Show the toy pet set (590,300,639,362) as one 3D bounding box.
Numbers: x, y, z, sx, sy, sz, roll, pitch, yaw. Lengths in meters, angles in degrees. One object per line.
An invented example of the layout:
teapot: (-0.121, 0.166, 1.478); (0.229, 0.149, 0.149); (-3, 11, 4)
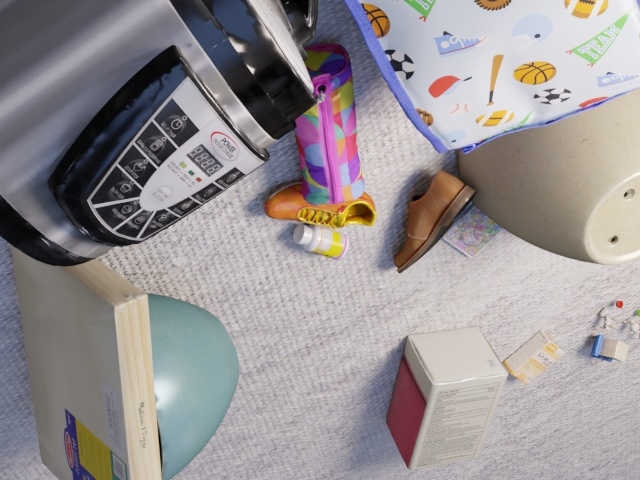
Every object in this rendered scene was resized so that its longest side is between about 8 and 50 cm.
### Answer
toy pet set: (0.568, 0.177, 1.952); (0.122, 0.065, 0.114); (23, 82, -39)

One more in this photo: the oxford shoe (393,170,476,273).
oxford shoe: (0.164, -0.030, 1.589); (0.076, 0.076, 0.212); (-40, 166, -48)

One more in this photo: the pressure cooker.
pressure cooker: (-0.200, -0.221, 1.060); (0.420, 0.370, 0.376); (-33, 109, 4)

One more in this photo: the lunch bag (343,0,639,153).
lunch bag: (0.219, -0.298, 1.218); (0.327, 0.239, 0.385); (-19, 129, 21)

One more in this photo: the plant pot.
plant pot: (-0.235, 0.196, 1.485); (0.195, 0.290, 0.290); (-22, 138, -37)

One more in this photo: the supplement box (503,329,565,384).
supplement box: (0.406, 0.223, 1.920); (0.098, 0.036, 0.062); (-44, 132, 15)

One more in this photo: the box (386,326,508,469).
box: (0.224, 0.287, 1.834); (0.148, 0.127, 0.232); (-5, 130, -19)

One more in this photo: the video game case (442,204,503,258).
video game case: (0.267, -0.030, 1.663); (0.122, 0.011, 0.087); (-45, 131, 16)

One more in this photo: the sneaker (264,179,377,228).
sneaker: (0.004, -0.049, 1.496); (0.175, 0.067, 0.064); (-3, 131, -19)

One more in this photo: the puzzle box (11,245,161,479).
puzzle box: (-0.318, 0.203, 1.386); (0.052, 0.272, 0.409); (-23, 126, -37)

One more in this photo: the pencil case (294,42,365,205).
pencil case: (0.006, -0.154, 1.386); (0.104, 0.104, 0.236); (-19, 134, -8)

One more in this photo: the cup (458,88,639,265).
cup: (0.405, -0.100, 1.499); (0.331, 0.237, 0.331); (-12, 129, -16)

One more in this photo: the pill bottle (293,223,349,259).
pill bottle: (0.000, 0.000, 1.551); (0.083, 0.043, 0.043); (18, 120, -33)
